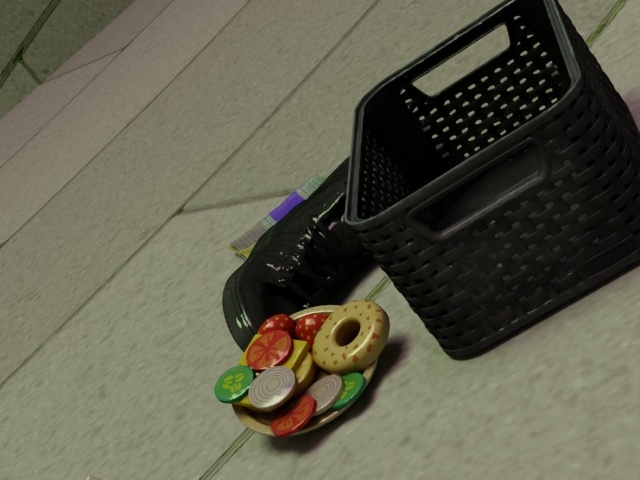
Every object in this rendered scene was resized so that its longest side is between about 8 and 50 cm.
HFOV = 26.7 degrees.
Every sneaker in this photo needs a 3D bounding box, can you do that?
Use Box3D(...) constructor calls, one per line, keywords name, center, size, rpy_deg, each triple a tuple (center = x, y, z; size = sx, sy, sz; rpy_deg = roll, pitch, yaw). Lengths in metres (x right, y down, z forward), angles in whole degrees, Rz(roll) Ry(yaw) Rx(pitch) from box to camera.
Box3D(name="sneaker", center=(0.002, 0.002, 0.760), size=(0.089, 0.051, 0.170), rpy_deg=(-35, 15, 21))

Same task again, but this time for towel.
Box3D(name="towel", center=(-0.024, -0.014, 0.907), size=(0.083, 0.009, 0.060), rpy_deg=(-39, 18, -3))

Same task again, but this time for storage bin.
Box3D(name="storage bin", center=(0.087, -0.040, 0.656), size=(0.122, 0.084, 0.180), rpy_deg=(-32, 21, 17))

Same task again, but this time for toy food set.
Box3D(name="toy food set", center=(-0.009, 0.062, 0.658), size=(0.083, 0.020, 0.082), rpy_deg=(5, 51, 37))

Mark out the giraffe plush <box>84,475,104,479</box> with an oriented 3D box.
Box3D(name="giraffe plush", center=(-0.114, 0.168, 0.458), size=(0.210, 0.181, 0.170), rpy_deg=(-51, -1, -6))
